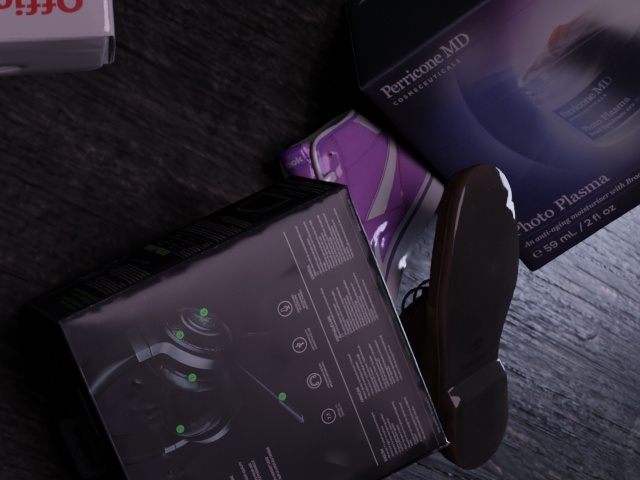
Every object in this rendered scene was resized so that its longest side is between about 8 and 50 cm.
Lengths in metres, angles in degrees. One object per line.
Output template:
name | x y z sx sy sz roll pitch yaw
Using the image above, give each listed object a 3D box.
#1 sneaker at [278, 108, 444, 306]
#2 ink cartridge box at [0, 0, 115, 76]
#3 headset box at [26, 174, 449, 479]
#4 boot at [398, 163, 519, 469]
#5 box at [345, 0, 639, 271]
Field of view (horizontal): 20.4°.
sneaker | -0.001 0.000 1.657 0.161 0.102 0.282 42 50 -24
ink cartridge box | -0.259 -0.265 1.321 0.198 0.115 0.273 -4 85 -9
headset box | -0.077 0.115 1.474 0.283 0.131 0.246 -27 104 -17
boot | 0.114 0.064 1.680 0.112 0.115 0.305 -20 122 -40
box | 0.229 -0.176 1.727 0.294 0.296 0.183 44 22 -29
